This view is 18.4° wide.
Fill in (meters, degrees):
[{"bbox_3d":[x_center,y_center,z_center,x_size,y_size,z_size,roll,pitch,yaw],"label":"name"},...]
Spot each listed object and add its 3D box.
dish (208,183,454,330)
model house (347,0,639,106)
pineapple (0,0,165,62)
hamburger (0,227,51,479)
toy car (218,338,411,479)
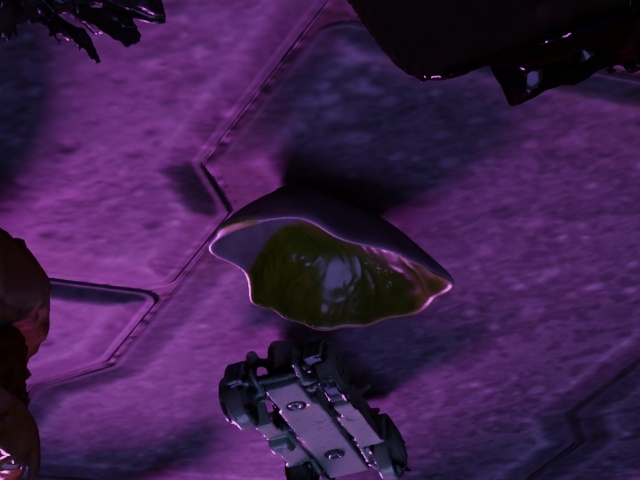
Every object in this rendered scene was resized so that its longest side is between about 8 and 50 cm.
[{"bbox_3d":[0.000,0.000,0.955,0.091,0.039,0.137,-18,149,30],"label":"dish"},{"bbox_3d":[0.113,-0.121,0.704,0.164,0.141,0.203,-10,-178,-42],"label":"model house"},{"bbox_3d":[-0.135,-0.095,0.728,0.159,0.074,0.074,-3,152,-20],"label":"pineapple"},{"bbox_3d":[-0.268,0.056,0.891,0.259,0.144,0.283,-26,151,26],"label":"hamburger"},{"bbox_3d":[-0.003,0.098,1.119,0.073,0.054,0.143,-16,146,14],"label":"toy car"}]
